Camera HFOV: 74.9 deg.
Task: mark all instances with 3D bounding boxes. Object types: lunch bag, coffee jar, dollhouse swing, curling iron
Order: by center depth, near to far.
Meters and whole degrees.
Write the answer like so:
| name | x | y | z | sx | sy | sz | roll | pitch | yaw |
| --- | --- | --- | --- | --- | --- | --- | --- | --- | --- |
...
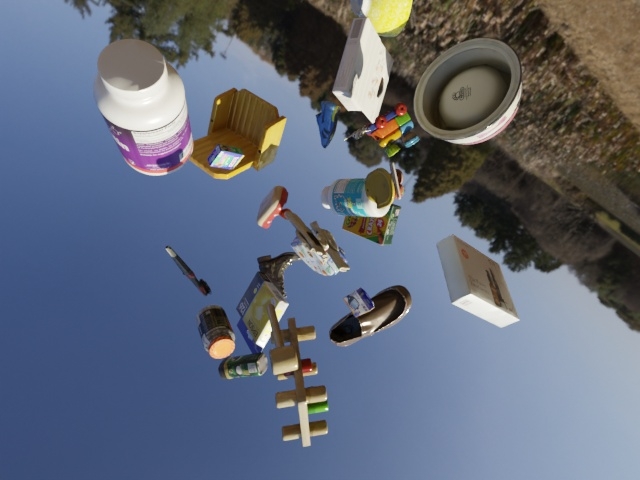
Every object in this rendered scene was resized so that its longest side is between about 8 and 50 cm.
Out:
| name | x | y | z | sx | sy | sz | roll | pitch | yaw |
| --- | --- | --- | --- | --- | --- | --- | --- | --- | --- |
| curling iron | -0.495 | 0.118 | 1.564 | 0.068 | 0.035 | 0.274 | 50 | 173 | 50 |
| coffee jar | -0.313 | 0.505 | 1.683 | 0.096 | 0.184 | 0.079 | -38 | -64 | -70 |
| dollhouse swing | -0.410 | -0.492 | 1.893 | 0.347 | 0.315 | 0.305 | 36 | -146 | 22 |
| lunch bag | -0.014 | 0.048 | 1.957 | 0.243 | 0.115 | 0.303 | 49 | 161 | -11 |

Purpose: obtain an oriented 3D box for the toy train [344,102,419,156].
| name | x | y | z | sx | sy | sz | roll | pitch | yaw |
| --- | --- | --- | --- | --- | --- | --- | --- | --- | --- |
| toy train | 0.211 | -0.342 | 1.412 | 0.143 | 0.248 | 0.105 | 56 | 165 | -6 |

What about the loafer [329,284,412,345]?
| name | x | y | z | sx | sy | sz | roll | pitch | yaw |
| --- | --- | --- | --- | --- | --- | --- | --- | --- | --- |
| loafer | 0.182 | 0.300 | 1.568 | 0.133 | 0.366 | 0.130 | 55 | -164 | 14 |

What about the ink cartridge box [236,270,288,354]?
| name | x | y | z | sx | sy | sz | roll | pitch | yaw |
| --- | --- | --- | --- | --- | --- | --- | --- | --- | --- |
| ink cartridge box | -0.297 | 0.341 | 1.943 | 0.072 | 0.307 | 0.303 | 27 | -173 | -36 |

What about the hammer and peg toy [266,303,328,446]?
| name | x | y | z | sx | sy | sz | roll | pitch | yaw |
| --- | --- | --- | --- | --- | --- | --- | --- | --- | --- |
| hammer and peg toy | -0.059 | 0.338 | 1.102 | 0.127 | 0.361 | 0.266 | -7 | -139 | -6 |

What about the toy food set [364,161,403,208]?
| name | x | y | z | sx | sy | sz | roll | pitch | yaw |
| --- | --- | --- | --- | --- | --- | --- | --- | --- | --- |
| toy food set | 0.225 | -0.178 | 1.365 | 0.071 | 0.218 | 0.128 | -16 | -89 | -20 |

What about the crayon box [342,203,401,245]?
| name | x | y | z | sx | sy | sz | roll | pitch | yaw |
| --- | --- | --- | --- | --- | --- | --- | --- | --- | --- |
| crayon box | 0.233 | -0.119 | 2.112 | 0.319 | 0.202 | 0.081 | 24 | -163 | 40 |

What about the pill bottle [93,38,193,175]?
| name | x | y | z | sx | sy | sz | roll | pitch | yaw |
| --- | --- | --- | --- | --- | --- | --- | --- | --- | --- |
| pill bottle | -0.396 | -0.291 | 0.954 | 0.181 | 0.181 | 0.323 | 37 | 159 | 2 |

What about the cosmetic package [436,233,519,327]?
| name | x | y | z | sx | sy | sz | roll | pitch | yaw |
| --- | --- | --- | --- | --- | --- | --- | --- | --- | --- |
| cosmetic package | 0.655 | 0.172 | 1.741 | 0.377 | 0.097 | 0.284 | 26 | -137 | -34 |

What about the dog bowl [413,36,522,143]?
| name | x | y | z | sx | sy | sz | roll | pitch | yaw |
| --- | --- | --- | --- | --- | --- | --- | --- | --- | --- |
| dog bowl | 0.578 | -0.556 | 1.621 | 0.150 | 0.408 | 0.408 | 18 | -152 | -49 |

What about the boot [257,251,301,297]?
| name | x | y | z | sx | sy | sz | roll | pitch | yaw |
| --- | --- | --- | --- | --- | --- | --- | --- | --- | --- |
| boot | -0.201 | 0.185 | 2.129 | 0.091 | 0.263 | 0.228 | 93 | 168 | -77 |

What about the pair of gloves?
| name | x | y | z | sx | sy | sz | roll | pitch | yaw |
| --- | --- | --- | --- | --- | --- | --- | --- | --- | --- |
| pair of gloves | 0.000 | 0.000 | 1.348 | 0.240 | 0.042 | 0.204 | 26 | -153 | -55 |

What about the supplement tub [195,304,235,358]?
| name | x | y | z | sx | sy | sz | roll | pitch | yaw |
| --- | --- | --- | --- | --- | --- | --- | --- | --- | --- |
| supplement tub | -0.387 | 0.338 | 1.549 | 0.117 | 0.117 | 0.190 | 20 | -161 | -36 |

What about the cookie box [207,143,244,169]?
| name | x | y | z | sx | sy | sz | roll | pitch | yaw |
| --- | --- | --- | --- | --- | --- | --- | --- | --- | --- |
| cookie box | -0.366 | -0.322 | 1.617 | 0.107 | 0.092 | 0.040 | 0 | -122 | -47 |

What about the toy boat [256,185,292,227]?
| name | x | y | z | sx | sy | sz | roll | pitch | yaw |
| --- | --- | --- | --- | --- | --- | --- | --- | --- | --- |
| toy boat | -0.204 | -0.143 | 2.000 | 0.151 | 0.231 | 0.151 | 28 | -135 | -22 |

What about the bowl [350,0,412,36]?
| name | x | y | z | sx | sy | sz | roll | pitch | yaw |
| --- | --- | --- | --- | --- | --- | --- | --- | --- | --- |
| bowl | 0.205 | -0.921 | 1.582 | 0.156 | 0.289 | 0.289 | -14 | -137 | -17 |

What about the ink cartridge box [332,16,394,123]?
| name | x | y | z | sx | sy | sz | roll | pitch | yaw |
| --- | --- | --- | --- | --- | --- | --- | --- | --- | --- |
| ink cartridge box | 0.167 | -0.627 | 1.580 | 0.066 | 0.296 | 0.261 | 12 | 172 | 32 |

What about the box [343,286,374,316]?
| name | x | y | z | sx | sy | sz | roll | pitch | yaw |
| --- | --- | --- | --- | --- | --- | --- | --- | --- | --- |
| box | 0.130 | 0.210 | 1.418 | 0.028 | 0.136 | 0.081 | -32 | -97 | -25 |

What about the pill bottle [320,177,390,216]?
| name | x | y | z | sx | sy | sz | roll | pitch | yaw |
| --- | --- | --- | --- | --- | --- | --- | --- | --- | --- |
| pill bottle | 0.129 | -0.167 | 1.617 | 0.264 | 0.146 | 0.146 | 5 | 177 | 41 |

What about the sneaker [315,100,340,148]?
| name | x | y | z | sx | sy | sz | roll | pitch | yaw |
| --- | --- | --- | --- | --- | --- | --- | --- | --- | --- |
| sneaker | 0.019 | -0.454 | 1.633 | 0.082 | 0.209 | 0.069 | 24 | -125 | 7 |
